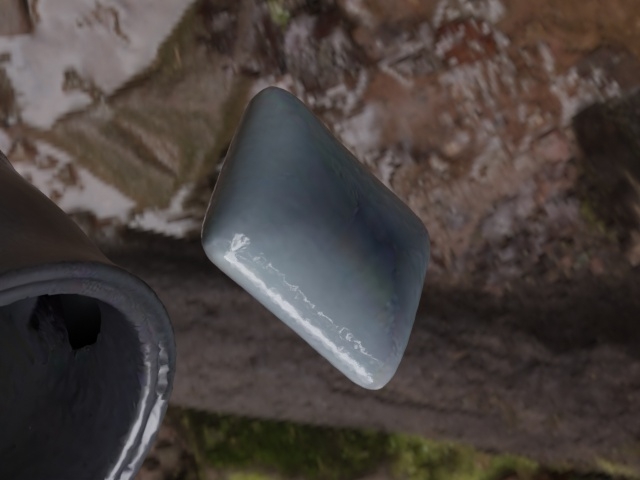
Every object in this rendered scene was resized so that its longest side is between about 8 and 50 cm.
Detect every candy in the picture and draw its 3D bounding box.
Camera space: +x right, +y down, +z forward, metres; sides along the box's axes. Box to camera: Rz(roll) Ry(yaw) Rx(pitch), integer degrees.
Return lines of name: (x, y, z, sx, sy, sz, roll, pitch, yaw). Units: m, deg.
candy: (0.000, 0.000, 1.038, 0.071, 0.138, 0.174, -17, 133, 40)

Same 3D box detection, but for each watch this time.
watch: (-0.259, 0.103, 0.837, 0.327, 0.314, 0.335, 11, 115, -56)
